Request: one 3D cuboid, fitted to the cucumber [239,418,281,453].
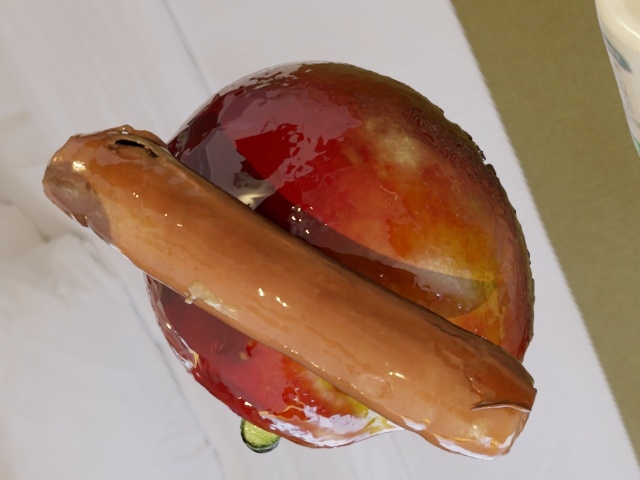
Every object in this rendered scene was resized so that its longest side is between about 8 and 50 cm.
[{"bbox_3d":[-0.062,0.213,1.172,0.048,0.048,0.105,45,169,12],"label":"cucumber"}]

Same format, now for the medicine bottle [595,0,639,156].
[{"bbox_3d":[0.246,-0.088,0.606,0.139,0.139,0.237,26,167,36],"label":"medicine bottle"}]

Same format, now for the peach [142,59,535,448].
[{"bbox_3d":[-0.006,0.010,0.998,0.406,0.310,0.335,53,131,34],"label":"peach"}]

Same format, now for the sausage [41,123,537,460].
[{"bbox_3d":[-0.033,0.032,0.794,0.419,0.094,0.094,31,110,12],"label":"sausage"}]
